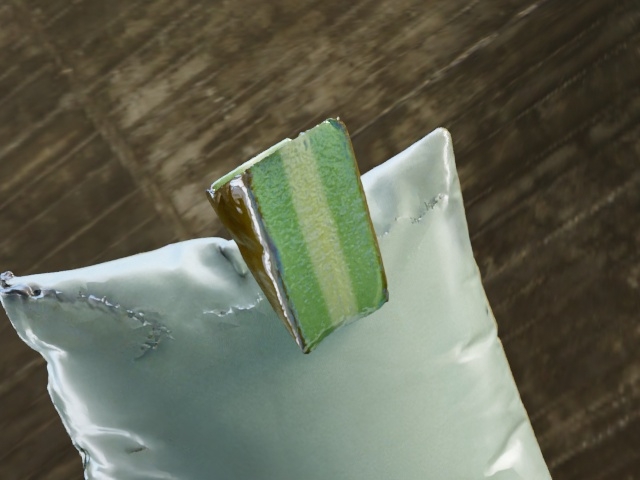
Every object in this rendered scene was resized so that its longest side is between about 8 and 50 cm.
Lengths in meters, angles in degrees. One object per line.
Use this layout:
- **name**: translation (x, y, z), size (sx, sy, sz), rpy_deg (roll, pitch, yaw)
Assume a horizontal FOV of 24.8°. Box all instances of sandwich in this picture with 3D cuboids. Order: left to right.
- **sandwich**: translation (0.000, 0.000, 0.814), size (0.074, 0.074, 0.116), rpy_deg (-33, -83, -21)

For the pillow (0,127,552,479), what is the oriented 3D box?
- **pillow**: translation (-0.013, 0.120, 0.932), size (0.312, 0.119, 0.310), rpy_deg (-18, -83, 1)
